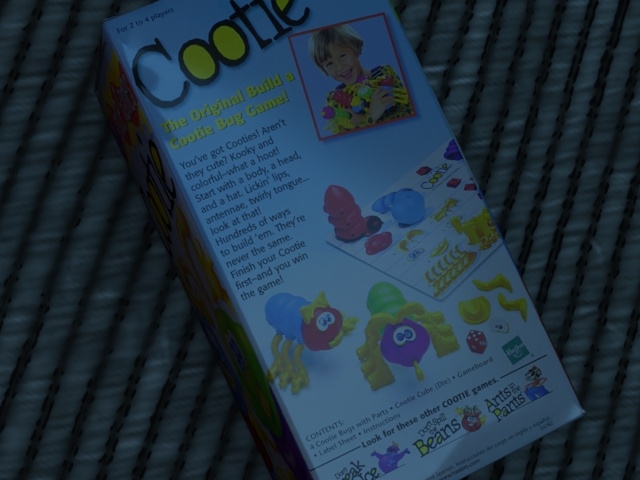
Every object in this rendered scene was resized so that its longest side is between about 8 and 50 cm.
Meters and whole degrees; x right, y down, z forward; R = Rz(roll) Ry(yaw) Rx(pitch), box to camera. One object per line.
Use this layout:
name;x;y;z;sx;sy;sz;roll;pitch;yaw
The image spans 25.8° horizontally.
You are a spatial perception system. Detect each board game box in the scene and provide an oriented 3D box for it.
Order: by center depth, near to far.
board game box;0.000;0.000;0.749;0.144;0.142;0.275;-24;88;-13
